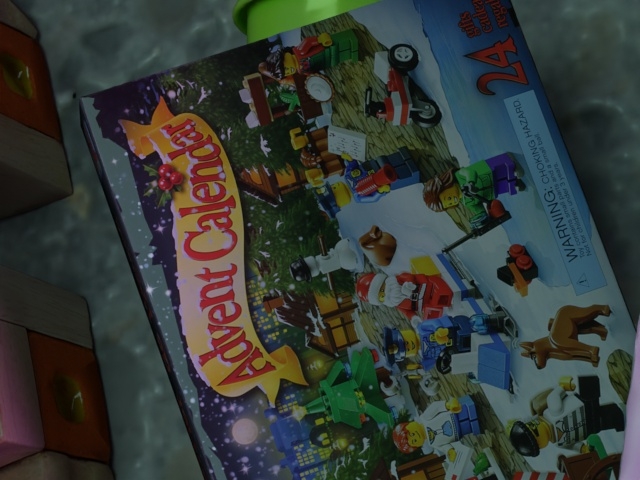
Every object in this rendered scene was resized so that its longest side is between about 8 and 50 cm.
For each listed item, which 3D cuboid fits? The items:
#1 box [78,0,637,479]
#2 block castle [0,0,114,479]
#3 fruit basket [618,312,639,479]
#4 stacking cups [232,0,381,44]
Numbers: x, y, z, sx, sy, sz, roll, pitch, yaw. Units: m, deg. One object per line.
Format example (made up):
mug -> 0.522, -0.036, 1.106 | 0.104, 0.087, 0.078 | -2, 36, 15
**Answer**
box -> 0.027, 0.036, 0.651 | 0.159, 0.044, 0.233 | -19, 83, -10
block castle -> -0.285, 0.028, 0.788 | 0.303, 0.213, 0.453 | -21, 68, 21
fruit basket -> 0.241, 0.053, 0.504 | 0.327, 0.165, 0.353 | 5, 99, -3
stacking cups -> 0.000, 0.000, 0.722 | 0.096, 0.096, 0.316 | -2, 77, 27
